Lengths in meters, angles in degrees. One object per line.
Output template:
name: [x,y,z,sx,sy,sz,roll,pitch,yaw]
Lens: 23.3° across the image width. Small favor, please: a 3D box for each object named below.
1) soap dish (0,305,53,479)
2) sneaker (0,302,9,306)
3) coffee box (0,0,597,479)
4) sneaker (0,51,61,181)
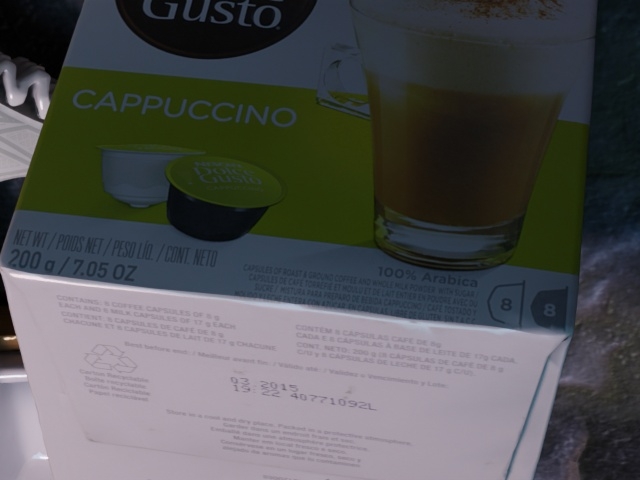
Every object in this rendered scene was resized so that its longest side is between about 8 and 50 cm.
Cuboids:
soap dish: [-0.192,0.159,1.428,0.290,0.118,0.229,-2,124,1]
sneaker: [-0.277,0.122,1.502,0.076,0.065,0.166,-11,132,18]
coffee box: [0.000,0.000,1.093,0.337,0.334,0.338,7,144,5]
sneaker: [-0.285,-0.101,1.184,0.292,0.110,0.118,19,97,-28]
